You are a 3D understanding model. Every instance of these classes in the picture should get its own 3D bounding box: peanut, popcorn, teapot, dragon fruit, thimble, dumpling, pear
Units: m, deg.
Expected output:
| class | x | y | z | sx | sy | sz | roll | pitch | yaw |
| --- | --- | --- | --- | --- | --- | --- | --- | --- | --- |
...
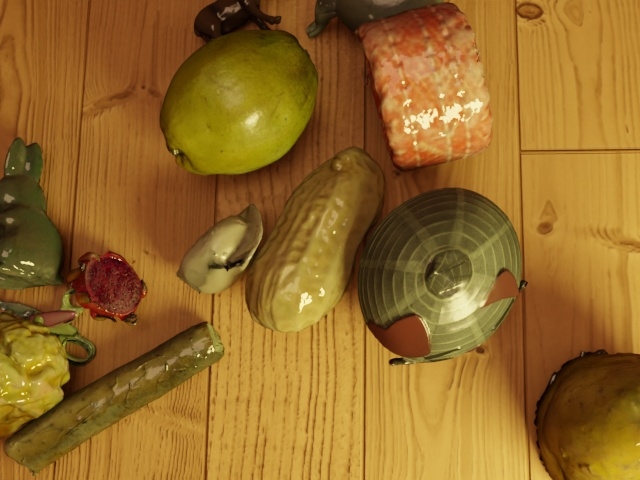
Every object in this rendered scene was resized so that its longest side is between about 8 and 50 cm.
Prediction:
| class | x | y | z | sx | sy | sz | roll | pitch | yaw |
| --- | --- | --- | --- | --- | --- | --- | --- | --- | --- |
| peanut | 0.000 | 0.000 | 1.063 | 0.152 | 0.152 | 0.313 | 24 | 77 | 9 |
| popcorn | -0.480 | 0.204 | 1.048 | 0.187 | 0.185 | 0.167 | -41 | 104 | -37 |
| teapot | 0.111 | -0.417 | 1.132 | 0.294 | 0.129 | 0.193 | -21 | 79 | 0 |
| dragon fruit | -0.347 | 0.079 | 1.119 | 0.126 | 0.068 | 0.112 | 38 | 42 | -22 |
| thimble | 0.153 | -0.230 | 1.042 | 0.162 | 0.239 | 0.239 | -16 | 79 | 6 |
| dumpling | -0.149 | 0.015 | 1.086 | 0.092 | 0.176 | 0.150 | 34 | 52 | -2 |
| pear | -0.126 | -0.213 | 1.081 | 0.269 | 0.212 | 0.212 | -37 | 79 | -6 |

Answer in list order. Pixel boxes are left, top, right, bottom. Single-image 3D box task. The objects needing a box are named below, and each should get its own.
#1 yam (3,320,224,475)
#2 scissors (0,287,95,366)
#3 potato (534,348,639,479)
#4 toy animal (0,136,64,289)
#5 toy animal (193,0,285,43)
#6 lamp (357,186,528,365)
| class | x | y | z | sx | sy | sz | roll | pitch | yaw |
| --- | --- | --- | --- | --- | --- | --- | --- | --- | --- |
| yam | -0.325 | 0.246 | 1.091 | 0.371 | 0.083 | 0.083 | -33 | 79 | 0 |
| scissors | -0.460 | 0.136 | 1.150 | 0.187 | 0.020 | 0.134 | 4 | 86 | 6 |
| potato | 0.409 | 0.249 | 0.924 | 0.229 | 0.266 | 0.229 | -2 | 77 | 7 |
| toy animal | -0.496 | -0.042 | 1.149 | 0.125 | 0.127 | 0.251 | -15 | 65 | 15 |
| toy animal | -0.131 | -0.419 | 1.171 | 0.214 | 0.094 | 0.186 | -36 | 76 | 2 |
| lamp | 0.167 | 0.052 | 0.995 | 0.265 | 0.233 | 0.233 | -39 | 79 | 3 |
